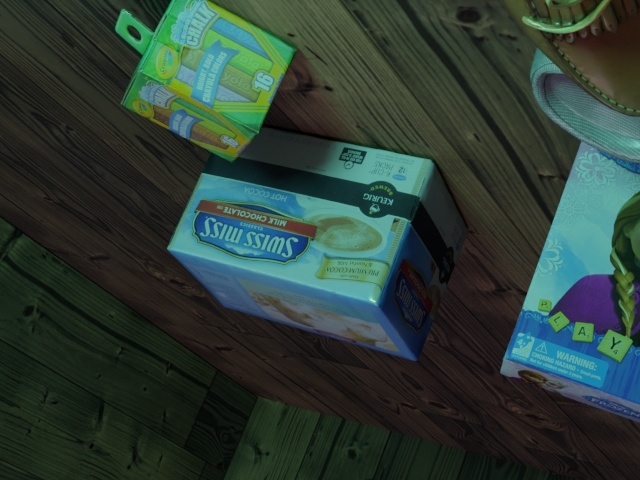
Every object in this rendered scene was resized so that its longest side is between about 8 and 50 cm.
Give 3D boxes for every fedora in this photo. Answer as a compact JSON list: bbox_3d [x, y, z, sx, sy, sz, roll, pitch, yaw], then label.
[{"bbox_3d":[0.310,-0.153,1.127,0.275,0.124,0.244,22,162,2],"label":"fedora"}]

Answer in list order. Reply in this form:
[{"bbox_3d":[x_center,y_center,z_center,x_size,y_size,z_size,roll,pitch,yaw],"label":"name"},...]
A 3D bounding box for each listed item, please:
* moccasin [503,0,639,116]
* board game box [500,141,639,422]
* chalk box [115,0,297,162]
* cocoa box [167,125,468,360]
[{"bbox_3d":[0.189,-0.241,0.869,0.147,0.139,0.380,-109,-7,-57],"label":"moccasin"},{"bbox_3d":[0.394,0.045,1.276,0.318,0.318,0.066,18,161,12],"label":"board game box"},{"bbox_3d":[-0.162,-0.215,1.494,0.213,0.132,0.132,26,161,-10],"label":"chalk box"},{"bbox_3d":[0.000,0.000,1.752,0.347,0.228,0.231,14,160,25],"label":"cocoa box"}]
